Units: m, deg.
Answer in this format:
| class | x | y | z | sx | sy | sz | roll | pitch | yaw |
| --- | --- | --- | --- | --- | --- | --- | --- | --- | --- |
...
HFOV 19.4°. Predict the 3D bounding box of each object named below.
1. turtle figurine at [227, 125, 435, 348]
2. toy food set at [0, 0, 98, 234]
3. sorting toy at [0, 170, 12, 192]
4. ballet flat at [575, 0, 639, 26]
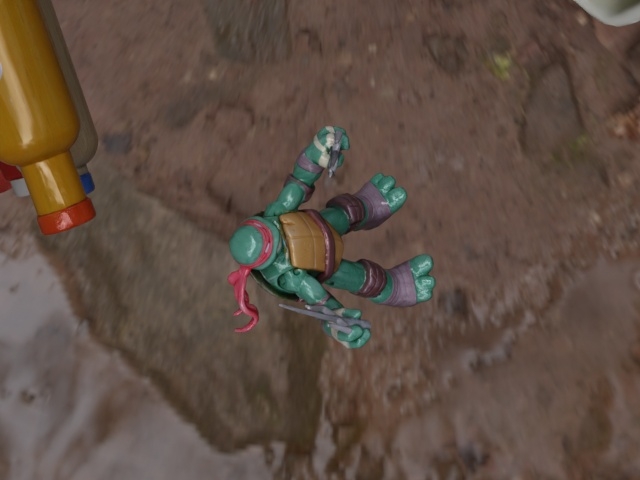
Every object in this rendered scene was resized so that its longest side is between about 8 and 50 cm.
| class | x | y | z | sx | sy | sz | roll | pitch | yaw |
| --- | --- | --- | --- | --- | --- | --- | --- | --- | --- |
| turtle figurine | 0.000 | 0.000 | 1.476 | 0.118 | 0.234 | 0.175 | -8 | 85 | 30 |
| toy food set | -0.180 | -0.049 | 0.853 | 0.232 | 0.111 | 0.104 | -11 | 102 | 37 |
| sorting toy | -0.410 | -0.170 | 1.615 | 0.365 | 0.127 | 0.126 | 25 | 137 | -4 |
| ballet flat | 0.143 | -0.119 | 0.577 | 0.483 | 0.164 | 0.182 | 43 | 141 | 14 |
